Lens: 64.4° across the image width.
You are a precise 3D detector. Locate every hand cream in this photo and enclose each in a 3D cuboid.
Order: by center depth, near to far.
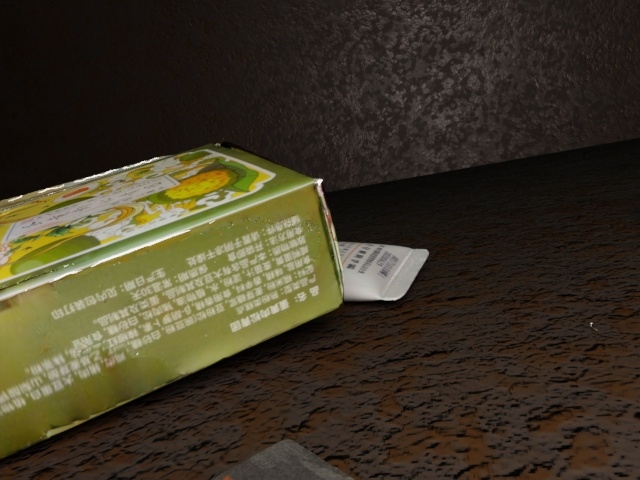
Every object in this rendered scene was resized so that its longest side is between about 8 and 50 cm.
[{"bbox_3d":[-0.018,0.034,0.688,0.314,0.089,0.139,-1,22,30],"label":"hand cream"}]

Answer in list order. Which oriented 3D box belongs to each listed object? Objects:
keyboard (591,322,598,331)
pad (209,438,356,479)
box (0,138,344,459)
[{"bbox_3d":[0.409,0.028,0.382,0.381,0.041,0.103,-7,10,20],"label":"keyboard"},{"bbox_3d":[-0.066,0.164,0.239,0.211,0.003,0.143,-17,12,-35],"label":"pad"},{"bbox_3d":[-0.237,0.023,0.545,0.420,0.138,0.373,-22,24,-18],"label":"box"}]
